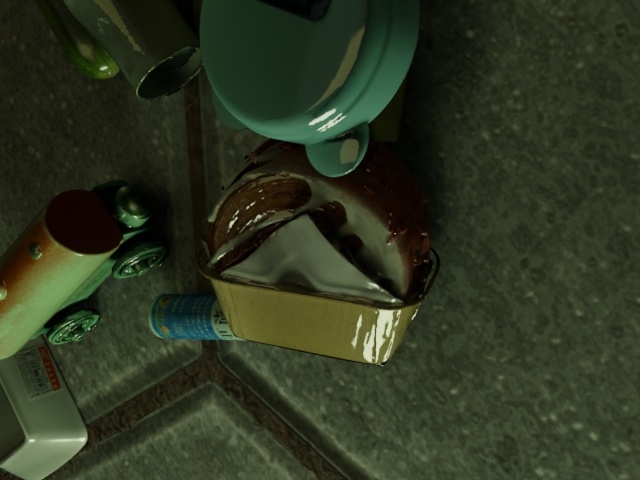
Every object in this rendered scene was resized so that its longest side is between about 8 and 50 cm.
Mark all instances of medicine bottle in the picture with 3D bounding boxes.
[{"bbox_3d":[-0.103,0.080,1.626,0.191,0.051,0.051,-1,100,44],"label":"medicine bottle"}]

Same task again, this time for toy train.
[{"bbox_3d":[-0.296,0.038,1.705,0.285,0.177,0.116,-41,74,40],"label":"toy train"}]

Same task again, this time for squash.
[{"bbox_3d":[-0.281,-0.272,1.689,0.066,0.066,0.229,-41,72,40],"label":"squash"}]

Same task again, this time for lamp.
[{"bbox_3d":[-0.003,-0.213,1.326,0.209,0.147,0.284,26,122,35],"label":"lamp"}]

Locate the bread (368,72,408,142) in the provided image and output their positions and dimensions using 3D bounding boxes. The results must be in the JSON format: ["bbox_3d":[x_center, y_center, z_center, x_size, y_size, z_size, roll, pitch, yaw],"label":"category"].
[{"bbox_3d":[0.043,-0.204,1.421,0.088,0.049,0.226,19,113,38],"label":"bread"}]

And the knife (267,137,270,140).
[{"bbox_3d":[-0.044,-0.122,1.511,0.123,0.053,0.278,-3,102,14],"label":"knife"}]

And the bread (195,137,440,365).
[{"bbox_3d":[0.000,0.000,1.435,0.224,0.142,0.212,10,122,16],"label":"bread"}]

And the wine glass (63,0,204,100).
[{"bbox_3d":[-0.215,-0.259,1.606,0.231,0.103,0.103,56,131,13],"label":"wine glass"}]

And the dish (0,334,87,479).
[{"bbox_3d":[-0.391,0.181,1.904,0.154,0.064,0.234,-39,73,41],"label":"dish"}]
